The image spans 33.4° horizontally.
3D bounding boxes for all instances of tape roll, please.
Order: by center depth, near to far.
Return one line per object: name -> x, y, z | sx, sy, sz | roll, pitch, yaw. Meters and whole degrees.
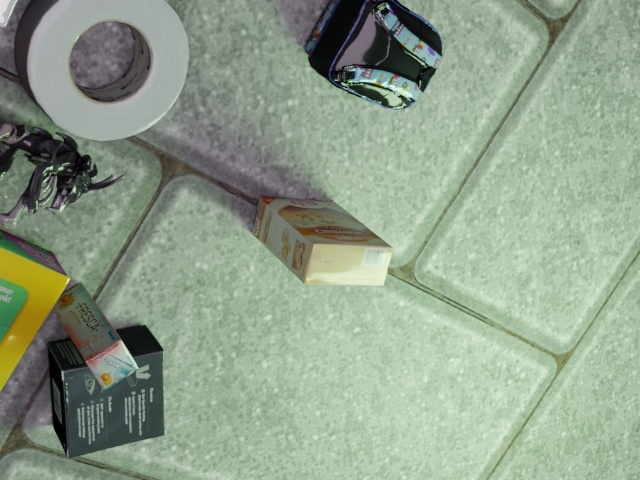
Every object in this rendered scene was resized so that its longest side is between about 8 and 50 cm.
tape roll -> -0.289, -0.246, 1.419 | 0.219, 0.072, 0.219 | -13, 119, -25

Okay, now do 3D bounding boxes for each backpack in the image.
backpack -> 0.088, -0.284, 1.591 | 0.173, 0.117, 0.158 | 21, 101, -35

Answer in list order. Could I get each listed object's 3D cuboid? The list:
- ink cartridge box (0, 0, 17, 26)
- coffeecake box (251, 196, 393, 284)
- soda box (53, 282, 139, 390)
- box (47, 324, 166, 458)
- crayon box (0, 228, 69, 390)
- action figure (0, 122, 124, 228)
ink cartridge box -> -0.504, -0.319, 1.266 | 0.275, 0.060, 0.238 | 21, 100, -36
coffeecake box -> 0.000, 0.000, 1.638 | 0.142, 0.185, 0.068 | 2, 112, -31
soda box -> -0.324, 0.134, 1.517 | 0.058, 0.183, 0.063 | -32, 127, -13
box -> -0.324, 0.228, 1.621 | 0.158, 0.093, 0.155 | -9, 117, -25
crayon box -> -0.573, 0.093, 1.401 | 0.363, 0.106, 0.313 | 29, 95, -36
action figure -> -0.404, -0.094, 1.381 | 0.276, 0.164, 0.140 | 24, 89, -27
